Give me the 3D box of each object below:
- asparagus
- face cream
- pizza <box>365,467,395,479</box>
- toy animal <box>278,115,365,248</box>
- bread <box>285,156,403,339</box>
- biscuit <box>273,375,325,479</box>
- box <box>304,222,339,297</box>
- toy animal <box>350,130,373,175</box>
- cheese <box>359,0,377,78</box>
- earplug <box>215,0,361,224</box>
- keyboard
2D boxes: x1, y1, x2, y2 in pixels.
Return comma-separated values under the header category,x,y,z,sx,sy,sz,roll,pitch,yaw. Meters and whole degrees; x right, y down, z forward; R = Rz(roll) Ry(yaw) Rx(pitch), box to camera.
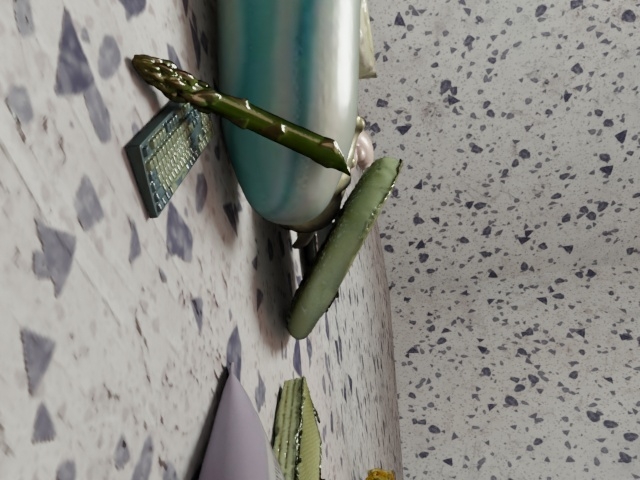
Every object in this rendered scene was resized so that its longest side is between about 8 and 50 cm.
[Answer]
category,x,y,z,sx,sy,sz,roll,pitch,yaw
asparagus,-0.056,-0.101,0.531,0.236,0.034,0.027,18,91,-42
face cream,-0.052,0.205,0.459,0.274,0.096,0.154,-121,-161,-78
pizza,0.111,0.552,1.225,0.336,0.086,0.226,-88,163,-57
toy animal,-0.015,-0.083,0.852,0.233,0.121,0.169,92,8,-81
bread,0.024,0.005,0.822,0.267,0.040,0.267,-61,-178,3
biscuit,-0.025,0.260,0.708,0.199,0.040,0.121,-85,163,-61
box,0.000,0.000,1.102,0.212,0.042,0.201,40,43,-79
toy animal,0.010,-0.144,1.128,0.212,0.124,0.124,-38,123,-56
cheese,0.016,-0.453,1.250,0.332,0.153,0.293,-74,155,-74
earplug,-0.031,-0.178,0.654,0.185,0.184,0.324,39,50,-78
keyboard,-0.112,-0.080,0.508,0.176,0.014,0.055,-81,165,-62
